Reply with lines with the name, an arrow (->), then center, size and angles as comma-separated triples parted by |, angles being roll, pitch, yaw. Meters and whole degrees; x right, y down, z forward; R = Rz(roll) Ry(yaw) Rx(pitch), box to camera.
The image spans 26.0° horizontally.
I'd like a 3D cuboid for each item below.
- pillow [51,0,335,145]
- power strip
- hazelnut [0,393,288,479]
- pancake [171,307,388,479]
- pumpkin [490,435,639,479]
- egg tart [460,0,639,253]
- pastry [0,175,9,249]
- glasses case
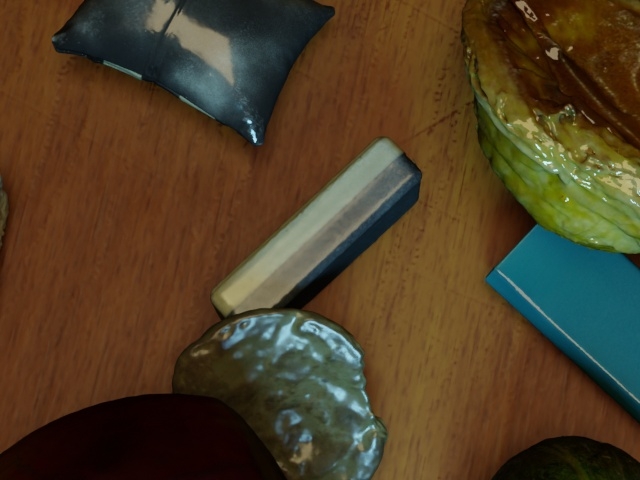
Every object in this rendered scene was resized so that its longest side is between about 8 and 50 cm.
pillow -> -0.130, -0.226, 1.451 | 0.249, 0.106, 0.186 | 25, 72, 1
power strip -> 0.000, 0.000, 1.411 | 0.256, 0.105, 0.070 | -41, 80, -8
hazelnut -> -0.145, 0.351, 1.216 | 0.402, 0.402, 0.429 | -34, 95, -7
pancake -> -0.043, 0.172, 1.361 | 0.222, 0.042, 0.236 | -33, 113, 10
pumpkin -> 0.240, 0.325, 1.326 | 0.260, 0.189, 0.260 | 6, 75, -23
egg tart -> 0.280, -0.122, 1.400 | 0.351, 0.153, 0.339 | 30, 45, -5
pastry -> -0.389, 0.031, 1.405 | 0.121, 0.089, 0.258 | 7, 78, -5
glasses case -> 0.316, 0.102, 1.421 | 0.301, 0.070, 0.117 | 44, 72, 8
